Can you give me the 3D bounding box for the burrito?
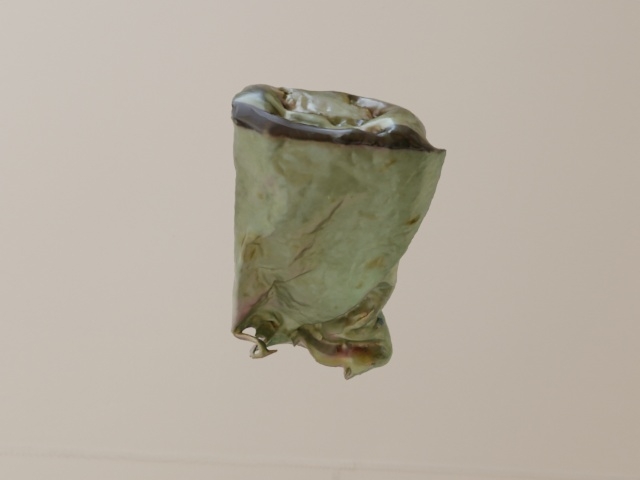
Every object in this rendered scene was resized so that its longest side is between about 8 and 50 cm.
[{"bbox_3d":[0.000,0.000,0.601,0.144,0.089,0.228,8,-53,-2],"label":"burrito"}]
